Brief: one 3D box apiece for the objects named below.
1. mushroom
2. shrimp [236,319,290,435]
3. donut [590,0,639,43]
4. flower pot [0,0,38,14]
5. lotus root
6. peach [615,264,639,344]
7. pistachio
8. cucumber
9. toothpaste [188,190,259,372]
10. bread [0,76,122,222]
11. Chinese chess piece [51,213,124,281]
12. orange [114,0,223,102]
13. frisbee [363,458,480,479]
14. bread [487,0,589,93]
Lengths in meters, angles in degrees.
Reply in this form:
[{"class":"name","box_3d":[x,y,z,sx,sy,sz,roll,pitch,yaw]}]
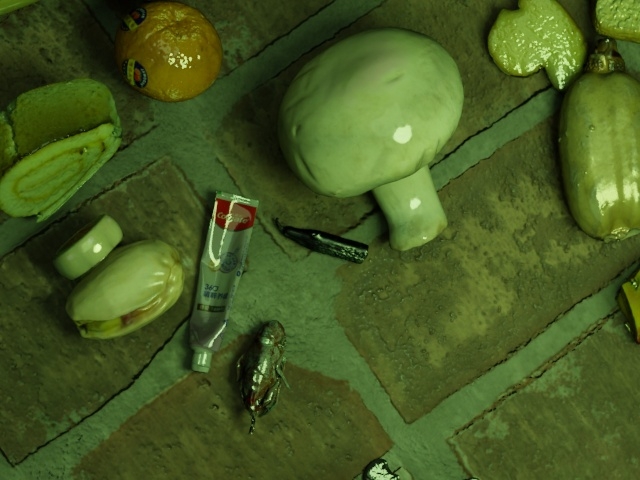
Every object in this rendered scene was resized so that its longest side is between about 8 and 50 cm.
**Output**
[{"class":"mushroom","box_3d":[0.074,-0.170,1.765,0.315,0.315,0.356,2,82,-4]},{"class":"shrimp","box_3d":[-0.095,0.222,1.806,0.075,0.073,0.190,-7,67,38]},{"class":"donut","box_3d":[0.518,-0.450,1.917,0.112,0.151,0.295,2,75,8]},{"class":"flower pot","box_3d":[-0.529,-0.456,1.820,0.179,0.195,0.195,-13,83,-18]},{"class":"lotus root","box_3d":[0.481,-0.165,1.863,0.169,0.151,0.342,-6,82,9]},{"class":"peach","box_3d":[0.550,0.103,1.843,0.118,0.151,0.151,26,81,13]},{"class":"pistachio","box_3d":[-0.310,0.078,1.792,0.200,0.117,0.145,-34,47,-1]},{"class":"cucumber","box_3d":[0.000,0.000,1.859,0.163,0.039,0.043,15,60,-4]},{"class":"toothpaste","box_3d":[-0.167,0.068,1.834,0.075,0.048,0.301,11,79,1]},{"class":"bread","box_3d":[-0.433,-0.149,1.780,0.257,0.186,0.124,-38,69,-13]},{"class":"Chinese chess piece","box_3d":[-0.373,0.010,1.787,0.122,0.122,0.051,-43,106,-9]},{"class":"orange","box_3d":[-0.249,-0.306,1.820,0.178,0.155,0.177,5,44,-5]},{"class":"frisbee","box_3d":[0.178,0.433,1.822,0.187,0.012,0.211,-25,83,-8]},{"class":"bread","box_3d":[0.375,-0.330,1.927,0.149,0.065,0.187,-37,94,4]}]
